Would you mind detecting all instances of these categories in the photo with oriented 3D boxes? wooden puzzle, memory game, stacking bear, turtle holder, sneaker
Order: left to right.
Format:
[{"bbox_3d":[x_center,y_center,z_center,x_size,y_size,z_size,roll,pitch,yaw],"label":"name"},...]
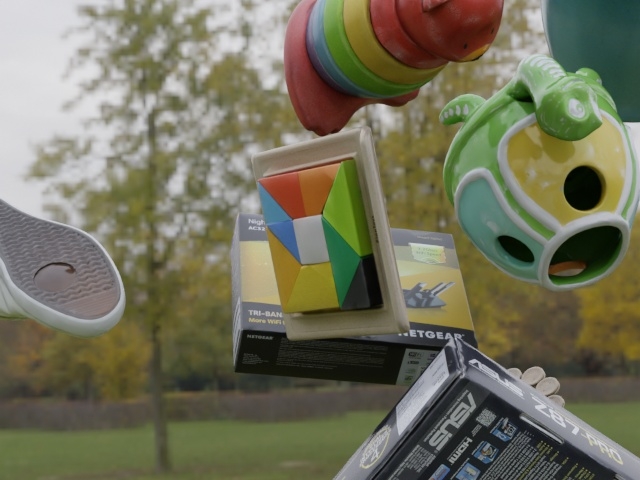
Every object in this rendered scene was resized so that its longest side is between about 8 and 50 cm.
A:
[{"bbox_3d":[-0.301,0.046,1.477,0.106,0.123,0.290,-33,45,-30],"label":"sneaker"},{"bbox_3d":[0.000,0.000,1.506,0.044,0.220,0.239,-13,2,-34],"label":"wooden puzzle"},{"bbox_3d":[0.090,-0.232,1.481,0.175,0.164,0.289,-24,5,-27],"label":"stacking bear"},{"bbox_3d":[0.272,0.259,2.017,0.186,0.186,0.012,-7,-47,39],"label":"memory game"},{"bbox_3d":[0.296,-0.086,1.687,0.243,0.227,0.320,3,-42,-29],"label":"turtle holder"}]

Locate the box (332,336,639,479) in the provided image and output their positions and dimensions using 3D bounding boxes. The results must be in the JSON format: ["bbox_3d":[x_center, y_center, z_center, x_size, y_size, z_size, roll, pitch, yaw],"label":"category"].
[{"bbox_3d":[0.143,0.337,1.403,0.318,0.395,0.097,33,17,-11],"label":"box"}]

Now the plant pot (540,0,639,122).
[{"bbox_3d":[0.424,-0.308,1.894,0.272,0.255,0.271,2,27,-1],"label":"plant pot"}]

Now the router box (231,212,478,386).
[{"bbox_3d":[0.038,0.079,1.831,0.309,0.081,0.243,5,38,-10],"label":"router box"}]
